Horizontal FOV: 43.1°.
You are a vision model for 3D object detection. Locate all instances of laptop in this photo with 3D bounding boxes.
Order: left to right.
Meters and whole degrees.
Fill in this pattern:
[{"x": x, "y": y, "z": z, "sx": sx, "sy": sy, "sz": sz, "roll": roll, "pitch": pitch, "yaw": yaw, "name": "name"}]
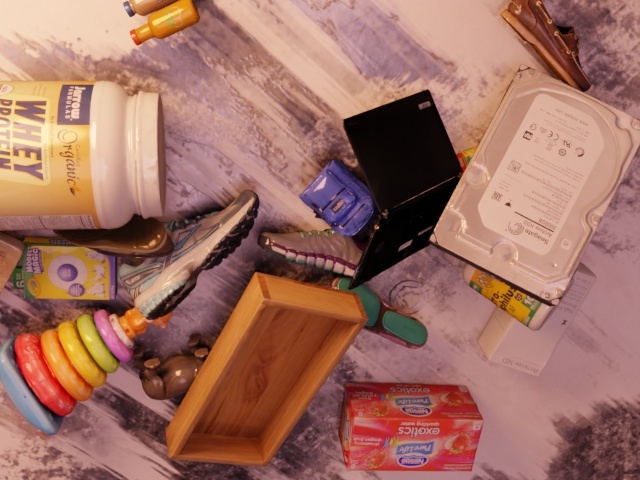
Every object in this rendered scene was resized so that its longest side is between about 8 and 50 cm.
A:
[{"x": 0.117, "y": -0.086, "z": 1.364, "sx": 0.234, "sy": 0.136, "sz": 0.264, "roll": -26, "pitch": 148, "yaw": -42, "name": "laptop"}]

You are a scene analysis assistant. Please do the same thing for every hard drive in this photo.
[{"x": 0.357, "y": -0.092, "z": 1.341, "sx": 0.237, "sy": 0.064, "sz": 0.339, "roll": 29, "pitch": 87, "yaw": 8, "name": "hard drive"}]

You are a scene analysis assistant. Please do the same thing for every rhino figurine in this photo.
[{"x": -0.222, "y": 0.235, "z": 1.503, "sx": 0.243, "sy": 0.073, "sz": 0.106, "roll": -10, "pitch": 124, "yaw": -6, "name": "rhino figurine"}]

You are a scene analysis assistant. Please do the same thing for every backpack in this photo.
[{"x": 0.033, "y": -0.063, "z": 1.382, "sx": 0.120, "sy": 0.101, "sz": 0.098, "roll": 44, "pitch": 108, "yaw": 2, "name": "backpack"}]

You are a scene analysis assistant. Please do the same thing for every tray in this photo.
[{"x": -0.106, "y": 0.244, "z": 1.453, "sx": 0.203, "sy": 0.076, "sz": 0.411, "roll": 14, "pitch": 124, "yaw": -29, "name": "tray"}]

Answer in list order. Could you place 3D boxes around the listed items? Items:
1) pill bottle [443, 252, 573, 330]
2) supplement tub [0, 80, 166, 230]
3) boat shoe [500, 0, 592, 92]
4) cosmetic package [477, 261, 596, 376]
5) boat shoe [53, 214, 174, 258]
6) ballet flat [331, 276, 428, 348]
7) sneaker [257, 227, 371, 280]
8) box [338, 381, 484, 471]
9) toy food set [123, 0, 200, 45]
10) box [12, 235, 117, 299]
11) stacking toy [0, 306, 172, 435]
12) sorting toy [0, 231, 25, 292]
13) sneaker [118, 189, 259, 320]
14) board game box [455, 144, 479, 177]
[{"x": 0.327, "y": 0.055, "z": 1.434, "sx": 0.208, "sy": 0.117, "sz": 0.117, "roll": 37, "pitch": 108, "yaw": 19, "name": "pill bottle"}, {"x": -0.400, "y": -0.129, "z": 1.237, "sx": 0.316, "sy": 0.228, "sz": 0.228, "roll": -2, "pitch": 113, "yaw": -7, "name": "supplement tub"}, {"x": 0.390, "y": -0.328, "z": 1.344, "sx": 0.073, "sy": 0.073, "sz": 0.207, "roll": -44, "pitch": 112, "yaw": 13, "name": "boat shoe"}, {"x": 0.408, "y": 0.135, "z": 1.541, "sx": 0.117, "sy": 0.085, "sz": 0.231, "roll": 18, "pitch": 108, "yaw": -14, "name": "cosmetic package"}, {"x": -0.344, "y": -0.006, "z": 1.347, "sx": 0.223, "sy": 0.080, "sz": 0.073, "roll": 8, "pitch": 152, "yaw": 24, "name": "boat shoe"}, {"x": 0.098, "y": 0.142, "z": 1.508, "sx": 0.221, "sy": 0.079, "sz": 0.077, "roll": 30, "pitch": 63, "yaw": -20, "name": "ballet flat"}, {"x": 0.000, "y": 0.000, "z": 1.443, "sx": 0.224, "sy": 0.083, "sz": 0.098, "roll": 17, "pitch": 90, "yaw": -20, "name": "sneaker"}, {"x": 0.173, "y": 0.365, "z": 1.585, "sx": 0.257, "sy": 0.122, "sz": 0.128, "roll": 4, "pitch": 113, "yaw": -9, "name": "box"}, {"x": -0.276, "y": -0.414, "z": 1.194, "sx": 0.104, "sy": 0.111, "sz": 0.232, "roll": -25, "pitch": 117, "yaw": 3, "name": "toy food set"}, {"x": -0.446, "y": 0.048, "z": 1.409, "sx": 0.179, "sy": 0.043, "sz": 0.105, "roll": 2, "pitch": 112, "yaw": -7, "name": "box"}, {"x": -0.395, "y": 0.184, "z": 1.430, "sx": 0.302, "sy": 0.166, "sz": 0.175, "roll": -32, "pitch": 101, "yaw": -6, "name": "stacking toy"}, {"x": -0.652, "y": 0.033, "z": 1.338, "sx": 0.257, "sy": 0.089, "sz": 0.255, "roll": 28, "pitch": 114, "yaw": -19, "name": "sorting toy"}, {"x": -0.228, "y": 0.000, "z": 1.383, "sx": 0.283, "sy": 0.110, "sz": 0.122, "roll": -43, "pitch": 81, "yaw": -4, "name": "sneaker"}, {"x": 0.370, "y": -0.140, "z": 1.446, "sx": 0.259, "sy": 0.039, "sz": 0.124, "roll": -21, "pitch": 114, "yaw": 4, "name": "board game box"}]
